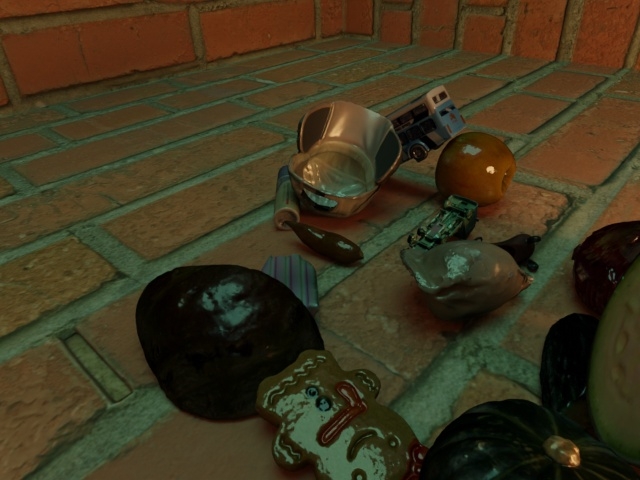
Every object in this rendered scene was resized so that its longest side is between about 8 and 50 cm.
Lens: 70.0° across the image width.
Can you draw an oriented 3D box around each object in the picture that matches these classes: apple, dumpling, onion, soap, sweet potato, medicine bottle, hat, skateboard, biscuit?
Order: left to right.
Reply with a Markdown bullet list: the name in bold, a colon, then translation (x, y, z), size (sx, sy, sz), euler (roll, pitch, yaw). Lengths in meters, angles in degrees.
- **medicine bottle**: translation (-0.078, -0.108, 1.084), size (0.059, 0.059, 0.230), euler (-3, 33, -1)
- **soap**: translation (-0.055, 0.086, 0.786), size (0.100, 0.056, 0.149), euler (-2, 33, -4)
- **sweet potato**: translation (0.000, 0.000, 0.913), size (0.195, 0.056, 0.056), euler (24, 40, 21)
- **biscuit**: translation (0.026, 0.227, 0.547), size (0.166, 0.036, 0.225), euler (-28, 53, -30)
- **hat**: translation (0.049, -0.182, 1.028), size (0.232, 0.274, 0.161), euler (23, -5, -3)
- **dumpling**: translation (0.225, 0.053, 0.753), size (0.247, 0.142, 0.172), euler (6, 23, -31)
- **apple**: translation (0.351, -0.158, 1.032), size (0.155, 0.182, 0.182), euler (28, 43, 24)
- **skateboard**: translation (0.332, 0.017, 0.869), size (0.152, 0.067, 0.080), euler (-5, 24, 3)
- **onion**: translation (0.530, 0.036, 0.728), size (0.230, 0.163, 0.229), euler (-4, 41, 4)

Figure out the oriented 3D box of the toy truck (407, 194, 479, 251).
- **toy truck**: translation (0.245, -0.009, 0.916), size (0.175, 0.081, 0.067), euler (-43, 47, -21)

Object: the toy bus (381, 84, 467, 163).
- **toy bus**: translation (0.187, -0.242, 1.095), size (0.297, 0.130, 0.106), euler (-19, 14, 47)

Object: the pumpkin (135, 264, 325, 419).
- **pumpkin**: translation (-0.155, 0.134, 0.641), size (0.313, 0.148, 0.169), euler (1, 31, 9)

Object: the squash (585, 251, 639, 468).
- **squash**: translation (0.501, 0.147, 0.408), size (0.385, 0.262, 0.263), euler (19, 37, 10)

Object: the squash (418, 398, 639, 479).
- **squash**: translation (0.192, 0.249, 0.410), size (0.219, 0.172, 0.218), euler (-3, 26, 2)

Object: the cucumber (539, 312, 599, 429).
- **cucumber**: translation (0.361, 0.172, 0.612), size (0.116, 0.085, 0.193), euler (7, 28, 18)
